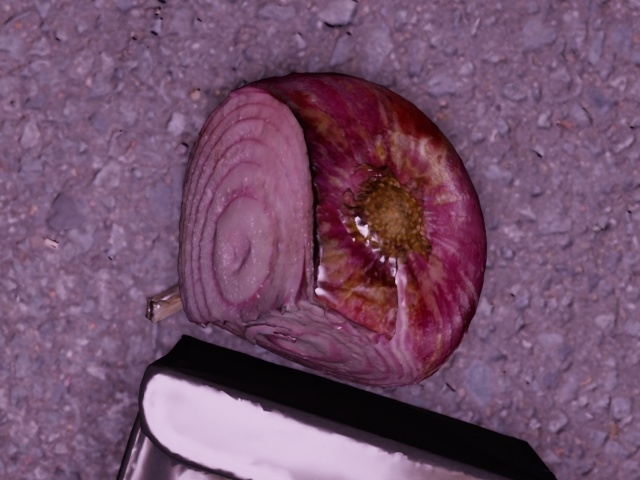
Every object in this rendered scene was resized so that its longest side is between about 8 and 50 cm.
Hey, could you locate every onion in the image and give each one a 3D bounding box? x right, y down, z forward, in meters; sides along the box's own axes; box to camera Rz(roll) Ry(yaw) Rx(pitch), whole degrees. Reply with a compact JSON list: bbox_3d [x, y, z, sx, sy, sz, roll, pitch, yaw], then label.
[{"bbox_3d":[0.023,-0.007,1.024,0.230,0.272,0.256,8,99,-29],"label":"onion"}]

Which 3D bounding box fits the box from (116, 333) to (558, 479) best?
[{"bbox_3d":[0.004,0.233,1.012,0.345,0.251,0.204,18,92,-2],"label":"box"}]
